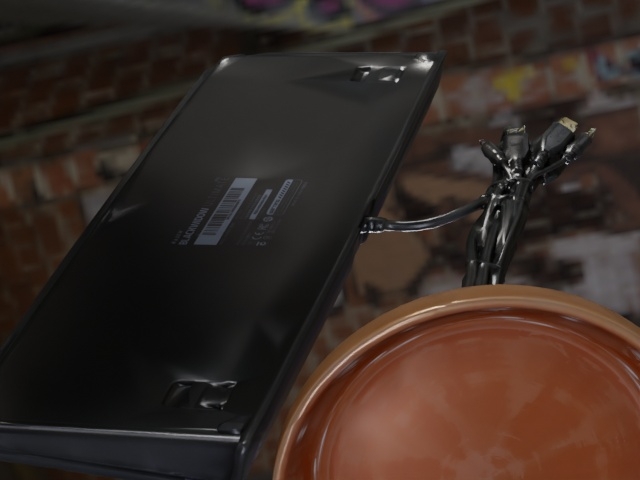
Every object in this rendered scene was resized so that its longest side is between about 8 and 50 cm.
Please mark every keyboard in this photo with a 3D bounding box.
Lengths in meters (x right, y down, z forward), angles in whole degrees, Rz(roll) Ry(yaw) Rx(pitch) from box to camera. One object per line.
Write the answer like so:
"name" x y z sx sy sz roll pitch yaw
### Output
"keyboard" 0.000 0.000 0.790 0.317 0.201 0.033 -62 -31 -54

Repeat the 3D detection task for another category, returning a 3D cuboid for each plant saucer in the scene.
"plant saucer" 0.032 0.046 0.362 0.013 0.083 0.083 -92 -13 -66
